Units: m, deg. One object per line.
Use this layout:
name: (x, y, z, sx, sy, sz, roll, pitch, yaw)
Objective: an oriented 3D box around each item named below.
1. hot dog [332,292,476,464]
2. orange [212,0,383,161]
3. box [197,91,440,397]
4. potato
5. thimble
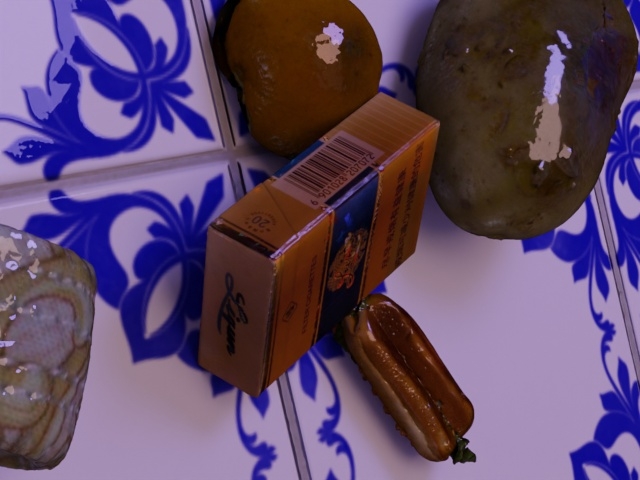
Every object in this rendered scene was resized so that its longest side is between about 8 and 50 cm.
hot dog: (0.076, 0.124, 1.343, 0.072, 0.055, 0.188, -48, 114, -35)
orange: (-0.008, -0.151, 1.291, 0.170, 0.112, 0.160, 24, 66, -25)
box: (0.001, 0.000, 1.235, 0.237, 0.070, 0.152, -39, 149, -39)
potato: (0.191, -0.140, 1.425, 0.210, 0.173, 0.307, 38, 55, -34)
thimble: (-0.231, 0.065, 0.995, 0.190, 0.137, 0.144, 40, 56, -59)
